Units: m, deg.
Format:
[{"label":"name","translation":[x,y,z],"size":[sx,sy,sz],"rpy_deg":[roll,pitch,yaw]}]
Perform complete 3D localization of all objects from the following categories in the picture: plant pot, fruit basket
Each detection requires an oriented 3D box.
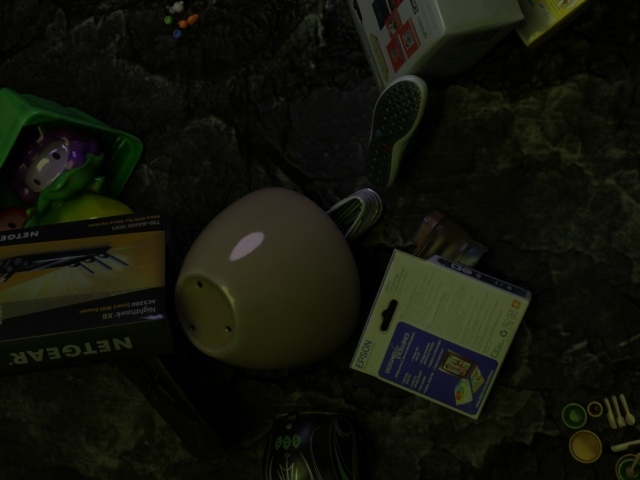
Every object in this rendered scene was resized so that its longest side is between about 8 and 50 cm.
[{"label":"plant pot","translation":[-0.107,0.080,1.758],"size":[0.284,0.191,0.284],"rpy_deg":[17,117,36]},{"label":"fruit basket","translation":[-0.441,-0.027,1.951],"size":[0.392,0.283,0.392],"rpy_deg":[-10,74,39]}]

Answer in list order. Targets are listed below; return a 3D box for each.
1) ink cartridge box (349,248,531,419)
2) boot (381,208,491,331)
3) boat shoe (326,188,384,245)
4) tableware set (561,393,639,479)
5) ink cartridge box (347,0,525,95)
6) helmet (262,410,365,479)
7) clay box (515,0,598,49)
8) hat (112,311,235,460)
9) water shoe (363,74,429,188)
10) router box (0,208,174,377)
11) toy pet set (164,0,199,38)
[{"label":"ink cartridge box","translation":[0.173,0.131,1.703],"size":[0.208,0.045,0.206],"rpy_deg":[22,110,4]},{"label":"boot","translation":[0.163,0.072,1.733],"size":[0.106,0.082,0.219],"rpy_deg":[31,103,25]},{"label":"boat shoe","translation":[0.000,0.000,1.816],"size":[0.083,0.076,0.226],"rpy_deg":[48,110,18]},{"label":"tableware set","translation":[0.403,0.299,1.650],"size":[0.104,0.024,0.154],"rpy_deg":[-19,83,26]},{"label":"ink cartridge box","translation":[0.135,-0.396,1.680],"size":[0.272,0.130,0.309],"rpy_deg":[143,110,-69]},{"label":"helmet","translation":[-0.010,0.352,1.792],"size":[0.169,0.169,0.161],"rpy_deg":[-9,70,27]},{"label":"clay box","translation":[0.351,-0.387,1.643],"size":[0.222,0.053,0.127],"rpy_deg":[-37,75,21]},{"label":"hat","translation":[-0.231,0.197,1.891],"size":[0.331,0.331,0.134],"rpy_deg":[41,65,20]},{"label":"water shoe","translation":[0.119,-0.169,1.717],"size":[0.073,0.080,0.203],"rpy_deg":[40,135,18]},{"label":"router box","translation":[-0.376,0.078,1.755],"size":[0.309,0.081,0.243],"rpy_deg":[-8,43,0]},{"label":"toy pet set","translation":[-0.247,-0.419,1.935],"size":[0.114,0.065,0.122],"rpy_deg":[-40,75,22]}]
